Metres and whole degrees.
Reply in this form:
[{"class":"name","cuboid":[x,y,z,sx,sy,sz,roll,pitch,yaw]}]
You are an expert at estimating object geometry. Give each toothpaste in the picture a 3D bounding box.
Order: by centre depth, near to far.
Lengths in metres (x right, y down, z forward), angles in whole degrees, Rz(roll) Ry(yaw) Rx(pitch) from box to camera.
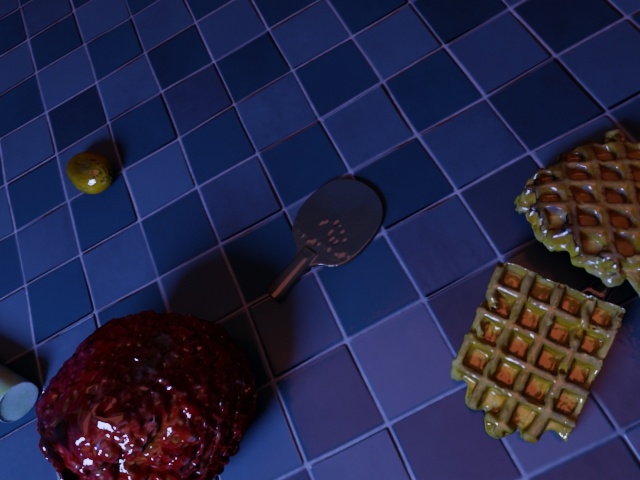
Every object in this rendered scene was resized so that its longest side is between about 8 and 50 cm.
[{"class":"toothpaste","cuboid":[0.388,0.034,0.665,0.037,0.021,0.140,35,85,23]}]

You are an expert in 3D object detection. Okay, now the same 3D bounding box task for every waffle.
[{"class":"waffle","cuboid":[0.258,0.149,0.636,0.160,0.055,0.211,25,83,24]},{"class":"waffle","cuboid":[0.402,-0.044,0.659,0.237,0.059,0.243,-39,57,-15]}]

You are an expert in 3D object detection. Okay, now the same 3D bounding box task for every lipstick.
[{"class":"lipstick","cuboid":[-0.616,0.217,0.860,0.304,0.076,0.076,18,76,22]}]

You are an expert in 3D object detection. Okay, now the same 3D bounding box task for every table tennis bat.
[{"class":"table tennis bat","cuboid":[0.000,0.000,0.795,0.131,0.022,0.234,38,81,24]}]

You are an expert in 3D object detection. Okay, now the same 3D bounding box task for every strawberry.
[{"class":"strawberry","cuboid":[-0.229,0.223,0.653,0.273,0.220,0.275,0,89,5]}]

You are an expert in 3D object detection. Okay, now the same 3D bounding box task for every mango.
[{"class":"mango","cuboid":[-0.439,-0.130,0.955,0.114,0.057,0.079,19,80,31]}]
